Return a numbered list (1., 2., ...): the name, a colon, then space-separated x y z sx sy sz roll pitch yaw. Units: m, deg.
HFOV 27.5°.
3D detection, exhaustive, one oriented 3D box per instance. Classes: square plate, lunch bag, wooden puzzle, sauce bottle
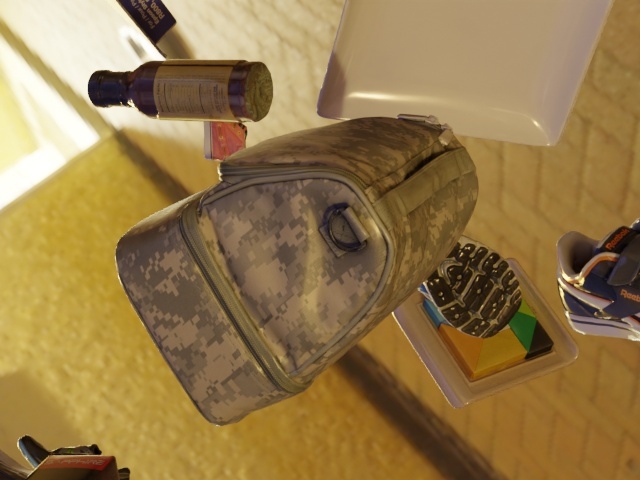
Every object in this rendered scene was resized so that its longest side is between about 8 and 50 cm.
1. square plate: 0.194 -0.288 1.690 0.049 0.347 0.344 -96 17 -50
2. lunch bag: 0.000 0.000 1.217 0.212 0.256 0.305 62 -155 -2
3. wooden puzzle: 0.267 0.140 2.110 0.221 0.238 0.044 58 157 30
4. sauce bottle: -0.252 -0.266 2.305 0.344 0.111 0.111 6 139 28

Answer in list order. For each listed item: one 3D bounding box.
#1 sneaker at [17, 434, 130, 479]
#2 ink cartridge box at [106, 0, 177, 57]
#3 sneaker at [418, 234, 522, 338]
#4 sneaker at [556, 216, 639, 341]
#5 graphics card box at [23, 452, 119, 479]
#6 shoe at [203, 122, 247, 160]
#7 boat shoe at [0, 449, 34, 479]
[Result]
1. sneaker: -0.379 0.344 2.024 0.188 0.078 0.067 22 162 6
2. ink cartridge box: -0.355 -0.457 2.019 0.324 0.071 0.330 51 176 -33
3. sneaker: 0.168 0.018 1.963 0.330 0.130 0.147 40 -175 -18
4. sneaker: 0.401 0.048 1.547 0.321 0.126 0.127 0 118 51
5. graphics card box: -0.297 0.394 1.306 0.371 0.094 0.233 -44 -51 -66
6. shoe: -0.180 -0.230 2.490 0.063 0.081 0.178 -81 -6 -56
7. boat shoe: -0.387 0.315 1.620 0.228 0.076 0.080 25 119 32
